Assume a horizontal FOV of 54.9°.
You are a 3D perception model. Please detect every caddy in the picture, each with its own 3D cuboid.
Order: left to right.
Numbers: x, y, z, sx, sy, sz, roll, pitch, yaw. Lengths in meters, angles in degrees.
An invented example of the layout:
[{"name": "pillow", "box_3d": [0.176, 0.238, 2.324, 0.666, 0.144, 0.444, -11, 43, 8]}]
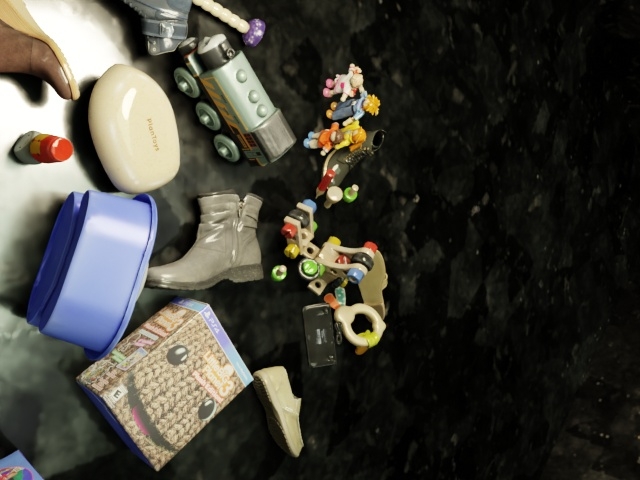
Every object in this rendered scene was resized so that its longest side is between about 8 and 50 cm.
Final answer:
[{"name": "caddy", "box_3d": [-0.427, 0.058, 1.202, 0.179, 0.241, 0.341, 21, 80, -34]}]

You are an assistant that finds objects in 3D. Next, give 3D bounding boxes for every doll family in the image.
[{"name": "doll family", "box_3d": [0.077, -0.331, 1.647, 0.118, 0.163, 0.263, 25, 77, -36]}]

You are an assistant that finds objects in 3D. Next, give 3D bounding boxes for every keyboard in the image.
[{"name": "keyboard", "box_3d": [0.011, 0.264, 1.723, 0.108, 0.023, 0.180, -8, 102, -8]}]

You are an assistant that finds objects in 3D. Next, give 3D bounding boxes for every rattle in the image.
[{"name": "rattle", "box_3d": [0.081, 0.234, 1.802, 0.200, 0.143, 0.130, 33, 77, 0]}]

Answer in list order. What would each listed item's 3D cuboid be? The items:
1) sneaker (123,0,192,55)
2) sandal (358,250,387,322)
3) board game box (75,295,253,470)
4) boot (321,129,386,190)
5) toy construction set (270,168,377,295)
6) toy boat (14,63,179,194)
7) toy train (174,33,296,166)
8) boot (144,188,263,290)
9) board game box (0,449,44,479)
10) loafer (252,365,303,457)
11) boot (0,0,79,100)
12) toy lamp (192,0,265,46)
[{"name": "sneaker", "box_3d": [-0.386, -0.475, 1.285, 0.226, 0.086, 0.163, 7, 117, -15]}, {"name": "sandal", "box_3d": [0.160, 0.125, 1.843, 0.079, 0.088, 0.240, -52, 139, -64]}, {"name": "board game box", "box_3d": [-0.336, 0.308, 1.366, 0.291, 0.141, 0.232, -42, 120, -30]}, {"name": "boot", "box_3d": [0.089, -0.225, 1.689, 0.077, 0.137, 0.197, 31, 75, -39]}, {"name": "toy construction set", "box_3d": [0.000, 0.000, 1.633, 0.258, 0.237, 0.308, 11, 67, -12]}, {"name": "toy boat", "box_3d": [-0.440, -0.213, 1.243, 0.318, 0.148, 0.267, -25, 115, -45]}, {"name": "toy train", "box_3d": [-0.193, -0.313, 1.400, 0.142, 0.190, 0.334, -46, 122, -29]}, {"name": "boot", "box_3d": [-0.273, -0.005, 1.427, 0.338, 0.118, 0.222, -8, 96, -51]}, {"name": "board game box", "box_3d": [-0.646, 0.524, 1.056, 0.347, 0.233, 0.078, -26, 110, -36]}, {"name": "loafer", "box_3d": [-0.092, 0.447, 1.619, 0.092, 0.102, 0.268, -28, 111, -30]}, {"name": "boot", "box_3d": [-0.587, -0.323, 1.112, 0.207, 0.090, 0.248, -39, 100, -24]}, {"name": "toy lamp", "box_3d": [-0.252, -0.534, 1.402, 0.275, 0.080, 0.080, 19, 82, -40]}]
